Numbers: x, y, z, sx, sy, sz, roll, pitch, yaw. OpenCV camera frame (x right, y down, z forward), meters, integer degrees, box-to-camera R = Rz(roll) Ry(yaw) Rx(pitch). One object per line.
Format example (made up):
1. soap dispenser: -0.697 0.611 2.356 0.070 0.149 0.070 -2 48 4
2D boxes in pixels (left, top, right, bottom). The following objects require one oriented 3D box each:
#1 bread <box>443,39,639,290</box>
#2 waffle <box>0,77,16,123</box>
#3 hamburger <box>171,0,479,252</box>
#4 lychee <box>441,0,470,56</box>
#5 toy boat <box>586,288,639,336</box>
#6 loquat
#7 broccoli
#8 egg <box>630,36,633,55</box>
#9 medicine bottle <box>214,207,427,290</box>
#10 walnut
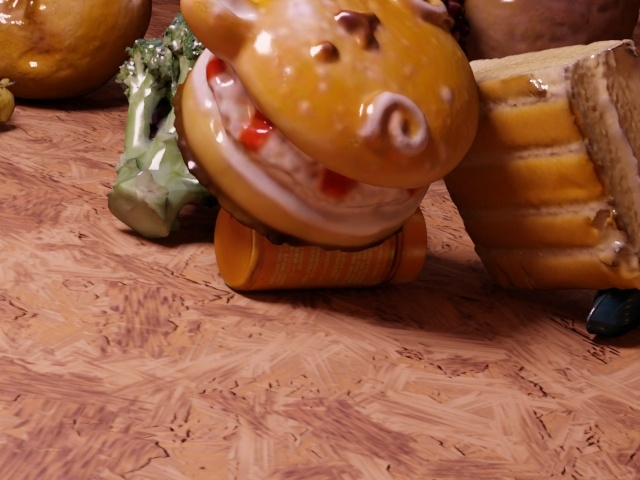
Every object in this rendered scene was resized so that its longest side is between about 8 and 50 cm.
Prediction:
1. bread: 0.234 -0.067 1.593 0.111 0.239 0.246 -32 15 -29
2. waffle: -0.498 -0.165 1.933 0.280 0.060 0.262 -1 22 -27
3. hamburger: 0.000 -0.150 1.507 0.302 0.186 0.261 30 47 -3
4. lychee: 0.031 -0.246 2.090 0.330 0.306 0.306 -33 10 13
5. toy boat: 0.294 0.064 1.607 0.060 0.055 0.141 27 24 25
6. loquat: -0.359 -0.307 2.166 0.276 0.276 0.284 13 -8 13
7. broccoli: -0.111 -0.111 1.697 0.270 0.270 0.270 19 51 30
8. egg: 0.395 -0.323 2.671 0.220 0.220 0.270 6 11 -13
9. medicine bottle: 0.000 0.000 1.583 0.192 0.096 0.096 0 19 -30
10. walnut: 0.293 -0.345 2.253 0.344 0.306 0.306 -18 31 -38
